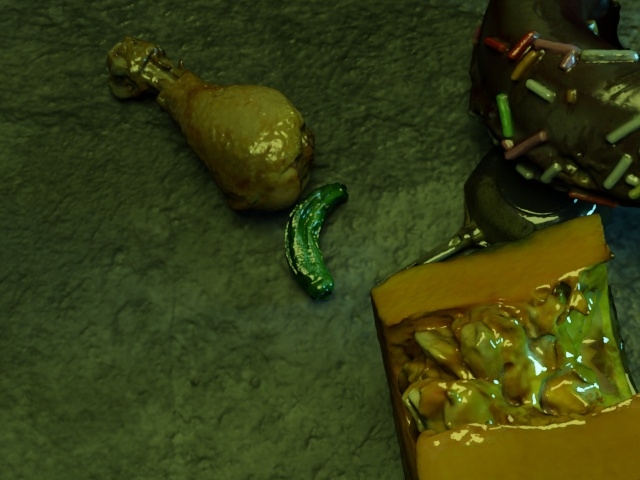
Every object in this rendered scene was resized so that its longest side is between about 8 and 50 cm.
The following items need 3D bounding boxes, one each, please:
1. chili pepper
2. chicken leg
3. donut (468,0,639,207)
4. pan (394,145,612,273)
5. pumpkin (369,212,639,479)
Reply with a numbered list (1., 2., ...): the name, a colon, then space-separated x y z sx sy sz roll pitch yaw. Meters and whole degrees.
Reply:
1. chili pepper: -0.008 -0.003 1.558 0.055 0.035 0.118 22 58 -23
2. chicken leg: -0.104 -0.116 1.595 0.251 0.087 0.107 34 60 25
3. donut: 0.285 -0.144 1.509 0.345 0.136 0.259 10 42 18
4. pan: 0.173 -0.017 1.543 0.128 0.048 0.202 32 69 21
5. pumpkin: 0.171 0.151 1.354 0.225 0.256 0.303 -12 41 3
